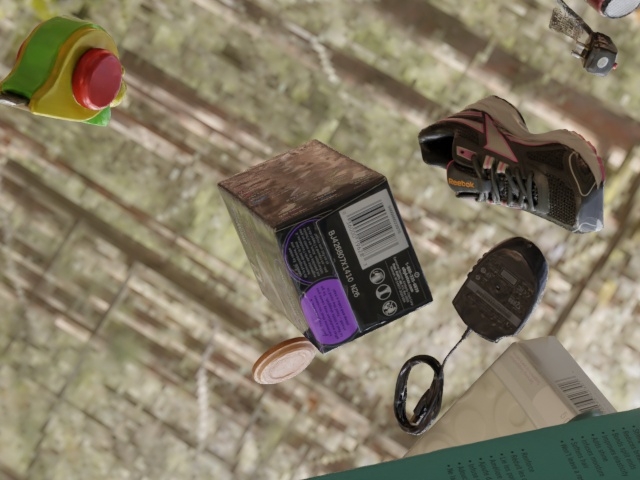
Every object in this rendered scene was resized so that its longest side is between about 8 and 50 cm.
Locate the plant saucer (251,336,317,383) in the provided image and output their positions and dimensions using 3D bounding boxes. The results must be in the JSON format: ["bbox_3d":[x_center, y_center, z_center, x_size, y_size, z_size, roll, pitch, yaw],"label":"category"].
[{"bbox_3d":[-0.041,0.144,1.857,0.083,0.013,0.083,-23,150,-14],"label":"plant saucer"}]

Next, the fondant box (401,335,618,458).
[{"bbox_3d":[0.206,0.301,1.740,0.096,0.238,0.330,-4,140,-54],"label":"fondant box"}]

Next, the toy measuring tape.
[{"bbox_3d":[-0.310,-0.195,1.707,0.330,0.121,0.121,5,117,-61],"label":"toy measuring tape"}]

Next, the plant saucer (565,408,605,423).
[{"bbox_3d":[0.210,0.197,1.306,0.119,0.021,0.119,-28,134,-35],"label":"plant saucer"}]

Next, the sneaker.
[{"bbox_3d":[0.131,-0.045,1.122,0.077,0.178,0.072,-18,115,-22],"label":"sneaker"}]

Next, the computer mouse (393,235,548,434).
[{"bbox_3d":[0.139,0.090,1.479,0.041,0.071,0.242,-29,157,-56],"label":"computer mouse"}]

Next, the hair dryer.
[{"bbox_3d":[0.273,-0.328,1.755,0.080,0.223,0.293,-39,-163,33],"label":"hair dryer"}]

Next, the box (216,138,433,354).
[{"bbox_3d":[0.000,0.000,1.832,0.143,0.165,0.270,-25,-161,-11],"label":"box"}]

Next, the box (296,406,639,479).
[{"bbox_3d":[0.033,0.147,0.681,0.060,0.244,0.101,-113,-162,-45],"label":"box"}]
